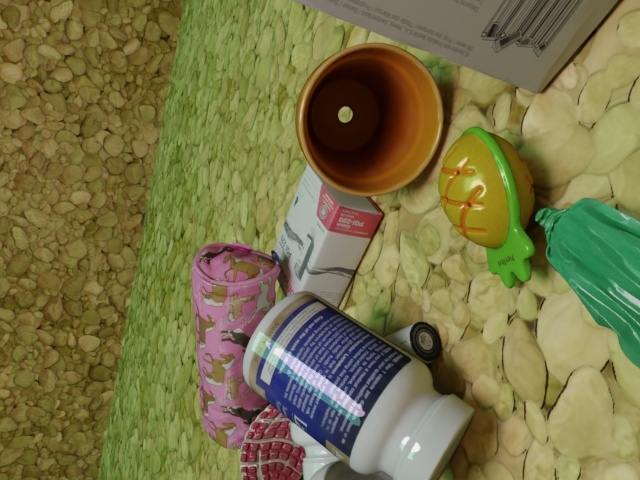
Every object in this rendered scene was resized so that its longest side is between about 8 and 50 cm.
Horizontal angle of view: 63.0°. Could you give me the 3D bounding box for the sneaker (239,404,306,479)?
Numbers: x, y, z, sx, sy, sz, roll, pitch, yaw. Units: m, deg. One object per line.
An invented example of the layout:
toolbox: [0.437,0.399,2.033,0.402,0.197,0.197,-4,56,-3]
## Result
sneaker: [-0.098,0.434,0.960,0.112,0.120,0.300,79,-153,-88]

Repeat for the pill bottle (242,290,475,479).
pill bottle: [0.044,0.187,0.649,0.264,0.153,0.153,29,110,29]

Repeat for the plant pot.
plant pot: [0.054,-0.186,0.795,0.188,0.204,0.205,-124,49,-70]

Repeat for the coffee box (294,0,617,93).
coffee box: [0.146,-0.418,0.531,0.338,0.337,0.335,-56,37,37]

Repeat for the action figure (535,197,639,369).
action figure: [0.276,0.033,0.457,0.232,0.063,0.137,54,130,47]

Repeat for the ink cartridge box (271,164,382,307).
ink cartridge box: [0.000,0.000,0.924,0.159,0.092,0.218,58,133,50]

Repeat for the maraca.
maraca: [0.193,-0.039,0.590,0.127,0.099,0.186,90,165,-76]

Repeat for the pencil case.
pencil case: [-0.153,0.198,0.972,0.160,0.167,0.387,28,124,45]

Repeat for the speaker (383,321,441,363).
speaker: [0.104,0.159,0.733,0.136,0.055,0.055,-40,49,50]

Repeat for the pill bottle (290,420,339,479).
pill bottle: [0.013,0.245,0.799,0.124,0.124,0.222,-34,54,52]

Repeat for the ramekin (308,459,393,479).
ramekin: [0.052,0.365,0.627,0.109,0.207,0.207,-62,33,13]
